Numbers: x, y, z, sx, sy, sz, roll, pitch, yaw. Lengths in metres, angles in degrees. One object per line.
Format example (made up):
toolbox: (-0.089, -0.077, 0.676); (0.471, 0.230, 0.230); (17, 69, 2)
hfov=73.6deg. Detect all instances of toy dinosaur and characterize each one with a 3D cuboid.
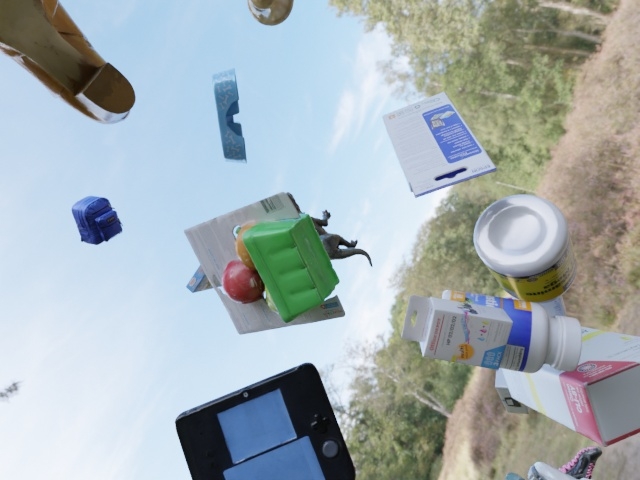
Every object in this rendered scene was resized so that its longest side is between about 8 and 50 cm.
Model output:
toy dinosaur: (0.000, 0.000, 1.186); (0.160, 0.313, 0.121); (-21, -29, -48)

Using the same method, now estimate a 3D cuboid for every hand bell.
hand bell: (-0.149, -0.584, 1.004); (0.242, 0.126, 0.126); (-67, -12, -67)

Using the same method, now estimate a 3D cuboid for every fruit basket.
fruit basket: (-0.142, 0.071, 1.052); (0.165, 0.353, 0.326); (-40, -71, -49)

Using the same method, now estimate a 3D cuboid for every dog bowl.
dog bowl: (-0.289, -0.388, 1.361); (0.166, 0.074, 0.296); (-123, 26, -68)

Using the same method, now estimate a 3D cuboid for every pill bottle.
pill bottle: (0.397, 0.199, 0.927); (0.152, 0.272, 0.152); (6, -90, -72)
pill bottle: (0.503, 0.041, 1.028); (0.334, 0.188, 0.187); (34, -104, -50)

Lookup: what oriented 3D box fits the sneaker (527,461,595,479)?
sneaker: (0.540, 0.509, 0.794); (0.129, 0.297, 0.110); (-44, -28, -33)

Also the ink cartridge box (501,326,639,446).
ink cartridge box: (0.719, 0.366, 1.169); (0.385, 0.280, 0.160); (151, 101, -81)

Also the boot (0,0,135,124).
boot: (-0.372, -0.261, 0.539); (0.104, 0.211, 0.295); (-53, -54, -15)

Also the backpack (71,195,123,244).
backpack: (-0.604, -0.061, 1.169); (0.098, 0.101, 0.120); (-57, -34, -53)

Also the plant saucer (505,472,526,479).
plant saucer: (0.460, 0.583, 0.958); (0.021, 0.119, 0.119); (-40, -3, 33)

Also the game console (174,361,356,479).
game console: (-0.135, 0.535, 1.082); (0.060, 0.387, 0.341); (126, 123, -84)

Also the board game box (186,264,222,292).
board game box: (-0.354, 0.097, 1.474); (0.160, 0.039, 0.211); (-55, -13, 8)

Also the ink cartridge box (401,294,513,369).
ink cartridge box: (0.255, 0.173, 0.819); (0.061, 0.182, 0.104); (-69, -13, -73)

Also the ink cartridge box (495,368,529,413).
ink cartridge box: (0.655, 0.488, 1.456); (0.175, 0.073, 0.127); (56, -140, -33)

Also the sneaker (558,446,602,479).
sneaker: (0.593, 0.513, 0.960); (0.119, 0.047, 0.057); (-60, 23, 21)

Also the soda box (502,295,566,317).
soda box: (0.601, 0.205, 1.271); (0.074, 0.216, 0.069); (-35, -74, -57)

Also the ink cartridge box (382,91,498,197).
ink cartridge box: (0.271, -0.225, 1.027); (0.370, 0.176, 0.069); (-96, -16, -49)
